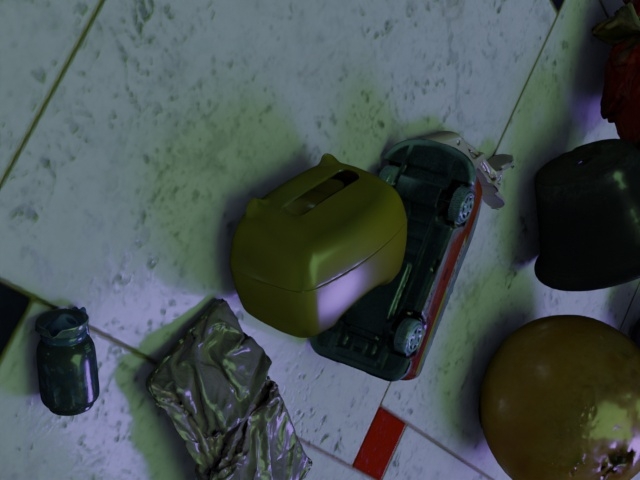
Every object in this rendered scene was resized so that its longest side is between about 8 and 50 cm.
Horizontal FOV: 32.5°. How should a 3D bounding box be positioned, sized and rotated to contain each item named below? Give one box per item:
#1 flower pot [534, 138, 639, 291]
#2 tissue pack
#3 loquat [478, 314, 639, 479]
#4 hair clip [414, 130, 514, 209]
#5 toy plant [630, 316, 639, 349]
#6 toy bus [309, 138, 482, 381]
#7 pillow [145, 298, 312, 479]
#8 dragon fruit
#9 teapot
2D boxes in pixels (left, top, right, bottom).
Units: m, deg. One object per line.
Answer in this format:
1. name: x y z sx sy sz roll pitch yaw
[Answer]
1. flower pot: 0.386 -0.047 1.518 0.235 0.235 0.148 -40 113 -37
2. tissue pack: 0.000 0.000 1.074 0.178 0.123 0.127 -35 134 -39
3. loquat: 0.347 0.236 1.549 0.263 0.263 0.263 -25 123 -46
4. hair clip: 0.179 -0.104 1.345 0.226 0.034 0.072 26 79 -52
5. toy plant: 0.653 0.212 1.985 0.400 0.185 0.279 52 52 -68
6. toy bus: 0.098 0.025 1.228 0.120 0.121 0.265 33 76 -62
7. pillow: -0.077 0.187 1.083 0.135 0.049 0.248 -53 132 -41
8. dragon fruit: 0.473 -0.268 1.591 0.317 0.152 0.205 -42 108 -34
9. teapot: -0.204 0.098 0.908 0.064 0.049 0.083 -23 122 -46
